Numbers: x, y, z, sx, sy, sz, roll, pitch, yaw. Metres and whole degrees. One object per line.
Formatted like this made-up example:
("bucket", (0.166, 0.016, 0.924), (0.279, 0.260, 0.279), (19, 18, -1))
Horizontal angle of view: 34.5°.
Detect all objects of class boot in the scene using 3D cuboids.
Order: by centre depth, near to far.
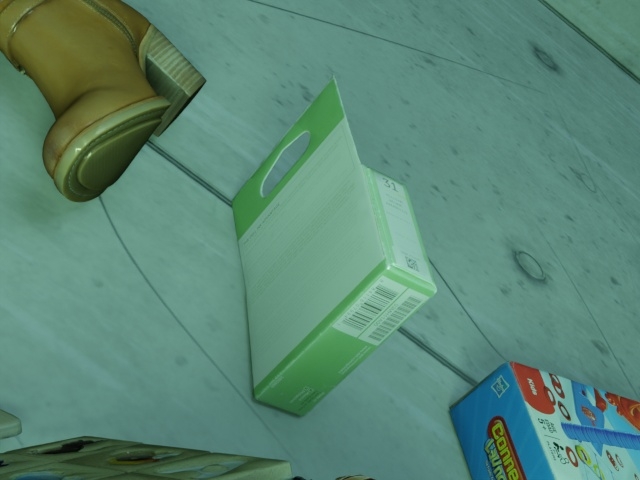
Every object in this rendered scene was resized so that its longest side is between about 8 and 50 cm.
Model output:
("boot", (-0.222, -0.159, 0.853), (0.220, 0.109, 0.283), (39, 29, -8))

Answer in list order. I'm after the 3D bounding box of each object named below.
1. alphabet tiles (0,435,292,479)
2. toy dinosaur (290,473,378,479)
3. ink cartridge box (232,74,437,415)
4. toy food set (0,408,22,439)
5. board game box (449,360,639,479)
("alphabet tiles", (-0.188, 0.120, 0.430), (0.343, 0.285, 0.011), (-2, 88, -49))
("toy dinosaur", (0.033, 0.209, 0.655), (0.322, 0.164, 0.218), (-7, 29, -33))
("ink cartridge box", (0.000, 0.000, 0.849), (0.056, 0.171, 0.235), (24, 35, -28))
("toy food set", (-0.263, -0.032, 0.540), (0.220, 0.092, 0.306), (-2, 87, -57))
("board game box", (0.289, 0.280, 0.907), (0.302, 0.086, 0.308), (19, 38, -33))
